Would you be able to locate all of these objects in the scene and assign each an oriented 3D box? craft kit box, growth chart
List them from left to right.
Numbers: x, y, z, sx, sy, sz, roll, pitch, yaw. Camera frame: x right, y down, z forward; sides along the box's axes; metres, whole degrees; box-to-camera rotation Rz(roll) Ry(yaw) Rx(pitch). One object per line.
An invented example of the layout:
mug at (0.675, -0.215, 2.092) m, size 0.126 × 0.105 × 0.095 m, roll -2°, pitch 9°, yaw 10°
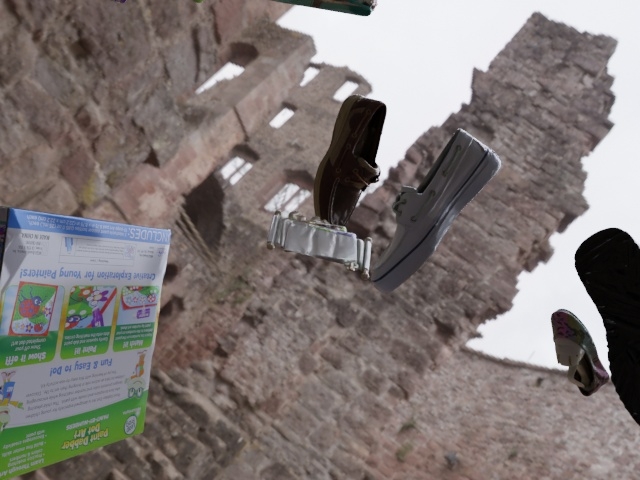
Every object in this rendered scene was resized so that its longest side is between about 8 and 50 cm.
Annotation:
craft kit box at (-0.258, 0.098, 0.664) m, size 0.061 × 0.246 × 0.250 m, roll 5°, pitch -3°, yaw 21°
growth chart at (0.000, 0.000, 1.372) m, size 0.237 × 0.172 × 0.021 m, roll 16°, pitch -58°, yaw 4°

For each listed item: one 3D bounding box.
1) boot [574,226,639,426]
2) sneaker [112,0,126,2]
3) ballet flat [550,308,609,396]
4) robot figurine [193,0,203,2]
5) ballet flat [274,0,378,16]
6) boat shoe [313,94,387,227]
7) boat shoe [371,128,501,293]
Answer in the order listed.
boot at (0.366, 0.121, 0.657) m, size 0.094 × 0.246 × 0.207 m, roll -37°, pitch -54°, yaw 27°
sneaker at (-0.469, -0.531, 1.295) m, size 0.161 × 0.282 × 0.102 m, roll 37°, pitch -51°, yaw -13°
ballet flat at (0.501, 0.230, 1.265) m, size 0.077 × 0.079 × 0.221 m, roll 9°, pitch -37°, yaw 52°
robot figurine at (-0.137, -0.273, 0.605) m, size 0.067 × 0.115 × 0.101 m, roll -16°, pitch -76°, yaw 37°
ballet flat at (-0.005, -0.491, 1.254) m, size 0.241 × 0.077 × 0.091 m, roll 6°, pitch -4°, yaw -14°
boat shoe at (0.083, -0.178, 1.565) m, size 0.123 × 0.341 × 0.123 m, roll 12°, pitch 8°, yaw -45°
boat shoe at (0.125, -0.040, 0.810) m, size 0.076 × 0.226 × 0.083 m, roll 41°, pitch -6°, yaw -8°
